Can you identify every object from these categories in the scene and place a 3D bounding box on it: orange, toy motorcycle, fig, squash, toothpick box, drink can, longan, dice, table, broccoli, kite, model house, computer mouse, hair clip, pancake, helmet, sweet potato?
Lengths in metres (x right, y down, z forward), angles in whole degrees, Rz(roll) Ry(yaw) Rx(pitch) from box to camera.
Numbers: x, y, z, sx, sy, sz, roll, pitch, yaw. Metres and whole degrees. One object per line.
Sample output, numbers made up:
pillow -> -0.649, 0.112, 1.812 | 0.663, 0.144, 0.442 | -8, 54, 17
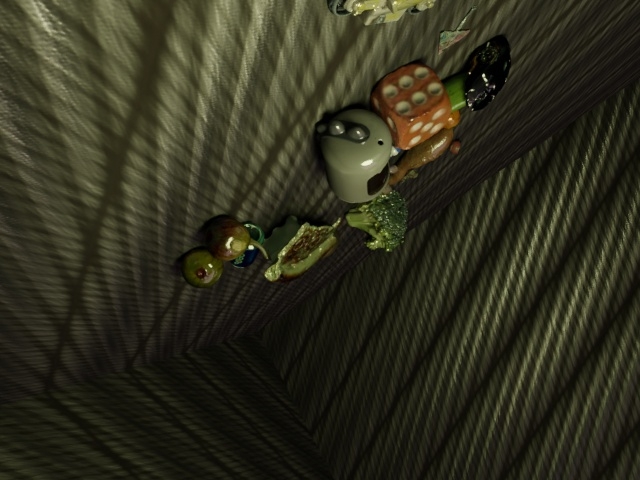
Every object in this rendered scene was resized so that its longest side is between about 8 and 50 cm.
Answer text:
orange -> 0.477, -0.456, 1.630 | 0.084, 0.083, 0.083 | -29, 165, -8
toy motorcycle -> 0.165, -0.500, 0.809 | 0.341, 0.107, 0.223 | -28, 175, -38
fig -> -0.434, 0.087, 1.645 | 0.151, 0.151, 0.259 | -30, -167, -2
squash -> 0.390, -0.450, 1.422 | 0.395, 0.107, 0.107 | -33, 166, -10
toothpick box -> 0.098, -0.262, 1.317 | 0.229, 0.228, 0.316 | -30, 164, -2
drink can -> -0.284, 0.022, 1.646 | 0.118, 0.118, 0.205 | -22, 162, -29
longan -> 0.000, 0.000, 2.047 | 0.189, 0.189, 0.189 | -29, 165, -8
dice -> 0.255, -0.385, 1.260 | 0.175, 0.173, 0.179 | -30, 161, 2
table -> -0.139, 0.003, 1.827 | 0.198, 0.166, 0.166 | -41, 164, 5
fig -> -0.265, 0.010, 1.479 | 0.245, 0.149, 0.149 | 18, 135, -37
broccoli -> 0.263, -0.095, 2.092 | 0.281, 0.293, 0.348 | 5, 174, 33
kite -> 0.368, -0.566, 1.193 | 0.139, 0.011, 0.156 | -25, 166, -33
model house -> 0.411, -0.304, 2.051 | 0.083, 0.057, 0.058 | -39, 159, 22
computer mouse -> 0.525, -0.515, 1.359 | 0.147, 0.077, 0.241 | 20, 100, -32
hair clip -> 0.245, -0.254, 1.816 | 0.173, 0.069, 0.300 | -19, 168, 14
pancake -> -0.048, 0.044, 1.782 | 0.304, 0.067, 0.427 | -56, 159, 22
helmet -> 0.622, -0.436, 2.039 | 0.084, 0.049, 0.065 | -54, 158, -63
sweet potato -> 0.393, -0.340, 1.815 | 0.109, 0.109, 0.385 | -15, 164, -46

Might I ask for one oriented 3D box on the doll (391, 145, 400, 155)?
doll -> 0.252, -0.325, 1.671 | 0.143, 0.057, 0.099 | -36, -174, 17
